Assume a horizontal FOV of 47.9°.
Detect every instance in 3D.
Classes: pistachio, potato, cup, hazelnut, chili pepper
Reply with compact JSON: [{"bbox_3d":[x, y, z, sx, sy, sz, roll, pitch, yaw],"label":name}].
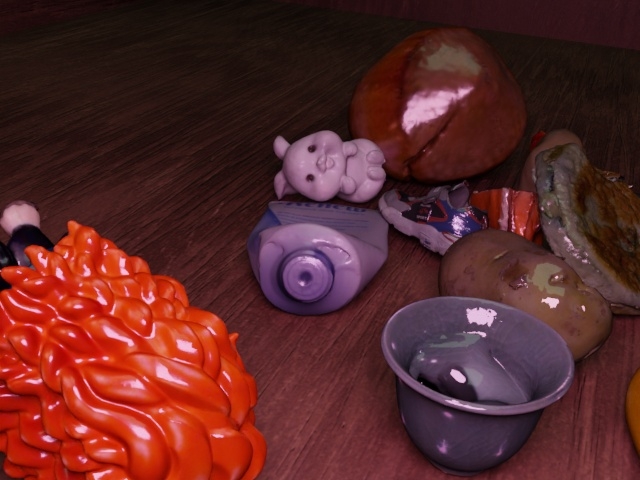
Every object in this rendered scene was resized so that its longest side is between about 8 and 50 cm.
[{"bbox_3d":[0.456,-0.137,1.417,0.136,0.135,0.226,15,45,20],"label":"pistachio"},{"bbox_3d":[0.262,0.079,0.963,0.165,0.165,0.262,-11,19,-26],"label":"potato"},{"bbox_3d":[0.157,0.173,0.781,0.199,0.150,0.199,3,28,-2],"label":"cup"},{"bbox_3d":[0.236,-0.266,1.483,0.372,0.315,0.372,10,-1,0],"label":"hazelnut"},{"bbox_3d":[0.507,-0.209,1.650,0.059,0.050,0.191,21,37,-1],"label":"chili pepper"}]

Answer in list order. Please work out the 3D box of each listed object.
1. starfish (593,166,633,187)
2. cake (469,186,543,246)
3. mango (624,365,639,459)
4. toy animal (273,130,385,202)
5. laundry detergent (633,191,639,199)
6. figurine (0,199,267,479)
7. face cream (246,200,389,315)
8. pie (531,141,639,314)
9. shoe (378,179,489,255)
[{"bbox_3d":[0.549,-0.142,1.525,0.224,0.050,0.216,5,43,-4],"label":"starfish"},{"bbox_3d":[0.330,-0.033,1.275,0.098,0.135,0.287,-2,8,0],"label":"cake"},{"bbox_3d":[0.409,0.214,0.797,0.136,0.099,0.227,16,38,13],"label":"mango"},{"bbox_3d":[0.012,-0.135,1.352,0.193,0.127,0.178,0,2,-25],"label":"toy animal"},{"bbox_3d":[0.502,-0.023,1.276,0.144,0.078,0.222,27,38,37],"label":"laundry detergent"},{"bbox_3d":[-0.229,0.113,0.744,0.241,0.306,0.412,-35,27,-13],"label":"figurine"},{"bbox_3d":[0.000,0.000,1.164,0.235,0.137,0.420,4,16,5],"label":"face cream"},{"bbox_3d":[0.433,-0.018,1.111,0.302,0.067,0.302,22,50,-28],"label":"pie"},{"bbox_3d":[0.196,-0.055,1.221,0.099,0.125,0.227,8,22,-46],"label":"shoe"}]
